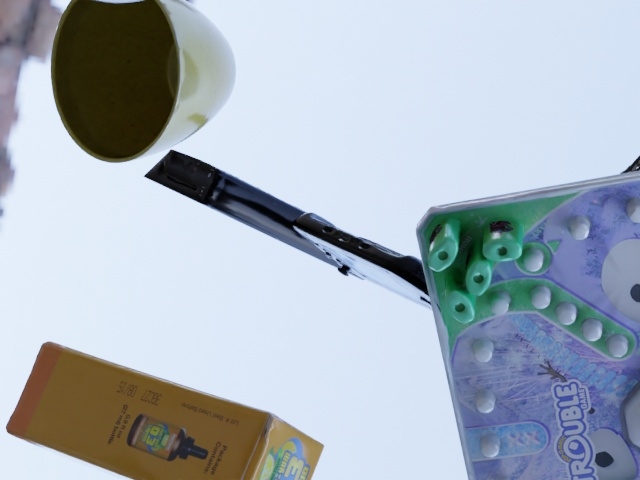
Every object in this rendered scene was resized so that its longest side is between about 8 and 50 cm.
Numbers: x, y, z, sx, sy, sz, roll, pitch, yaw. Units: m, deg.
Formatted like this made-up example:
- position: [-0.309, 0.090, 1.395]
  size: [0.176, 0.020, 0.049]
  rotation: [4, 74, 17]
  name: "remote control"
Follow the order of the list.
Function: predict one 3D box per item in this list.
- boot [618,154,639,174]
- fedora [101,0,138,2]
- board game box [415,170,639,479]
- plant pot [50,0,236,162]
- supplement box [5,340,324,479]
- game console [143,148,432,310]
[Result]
- position: [0.322, -0.146, 1.383]
  size: [0.138, 0.377, 0.284]
  rotation: [37, -30, 49]
  name: "boot"
- position: [-0.140, -0.212, 0.941]
  size: [0.244, 0.275, 0.124]
  rotation: [40, -77, 19]
  name: "fedora"
- position: [0.295, 0.131, 1.298]
  size: [0.050, 0.390, 0.390]
  rotation: [-79, 157, -66]
  name: "board game box"
- position: [-0.119, -0.126, 1.309]
  size: [0.134, 0.095, 0.134]
  rotation: [4, -83, 39]
  name: "plant pot"
- position: [-0.114, 0.141, 1.272]
  size: [0.233, 0.080, 0.078]
  rotation: [13, -105, 40]
  name: "supplement box"
- position: [0.000, 0.000, 1.637]
  size: [0.361, 0.213, 0.044]
  rotation: [24, -91, 54]
  name: "game console"
